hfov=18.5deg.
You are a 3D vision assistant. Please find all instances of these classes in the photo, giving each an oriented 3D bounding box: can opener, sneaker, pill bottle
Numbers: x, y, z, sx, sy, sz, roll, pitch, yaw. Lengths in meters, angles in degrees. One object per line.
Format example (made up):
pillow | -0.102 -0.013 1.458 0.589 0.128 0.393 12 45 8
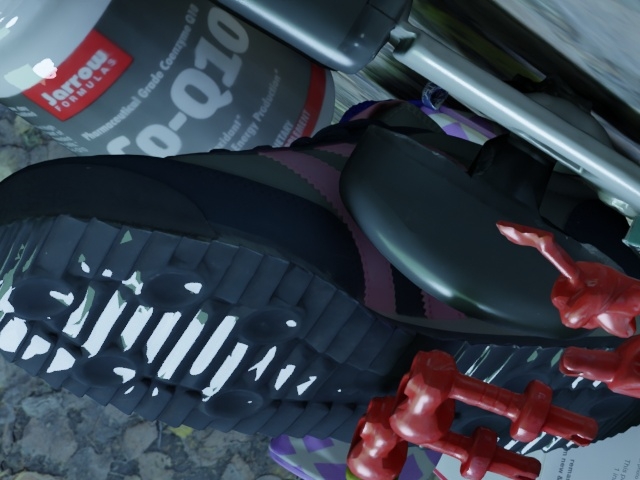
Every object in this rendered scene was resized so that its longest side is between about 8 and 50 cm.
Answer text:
can opener | -0.010 -0.062 0.649 0.283 0.095 0.076 30 -179 -9
sneaker | 0.000 0.000 0.760 0.319 0.112 0.131 13 -131 -36
pill bottle | -0.139 -0.135 1.339 0.283 0.161 0.161 35 -178 -32

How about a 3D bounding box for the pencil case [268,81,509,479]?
pencil case | 0.050 0.034 0.941 0.086 0.206 0.088 21 -175 -26

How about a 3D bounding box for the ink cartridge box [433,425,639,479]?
ink cartridge box | 0.214 0.142 1.277 0.237 0.100 0.172 8 -169 -19

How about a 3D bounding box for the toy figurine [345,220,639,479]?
toy figurine | 0.079 0.178 0.677 0.191 0.217 0.362 20 152 -5

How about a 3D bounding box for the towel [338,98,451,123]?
towel | 0.110 -0.009 1.167 0.227 0.076 0.308 43 -179 -4

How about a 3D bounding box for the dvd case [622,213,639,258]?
dvd case | 0.156 0.023 0.650 0.087 0.013 0.119 17 171 27
